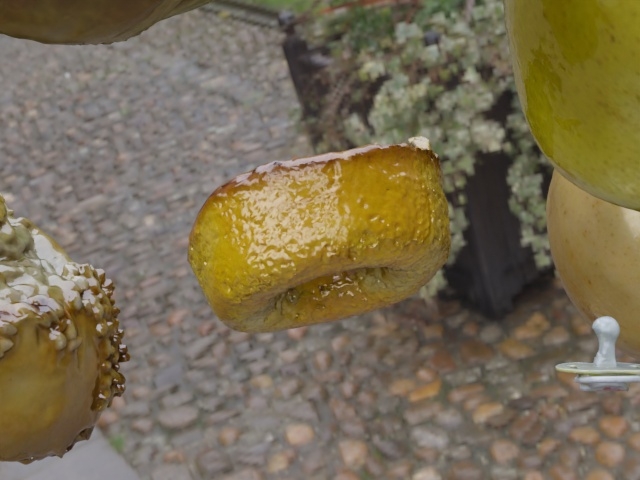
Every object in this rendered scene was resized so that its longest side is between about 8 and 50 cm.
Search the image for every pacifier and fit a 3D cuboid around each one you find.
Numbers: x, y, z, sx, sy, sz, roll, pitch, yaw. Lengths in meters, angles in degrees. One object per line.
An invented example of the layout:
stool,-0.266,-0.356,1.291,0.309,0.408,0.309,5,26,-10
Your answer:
pacifier,0.243,0.097,1.020,0.083,0.064,0.068,0,-2,-1

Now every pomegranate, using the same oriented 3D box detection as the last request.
pomegranate,0.353,-0.026,1.186,0.307,0.307,0.307,-14,26,7

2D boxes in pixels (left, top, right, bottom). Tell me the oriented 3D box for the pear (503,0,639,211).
pear,0.214,-0.214,0.732,0.191,0.386,0.340,18,20,-6

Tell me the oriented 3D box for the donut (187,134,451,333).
donut,0.001,-0.001,1.041,0.254,0.118,0.253,-15,-15,-4

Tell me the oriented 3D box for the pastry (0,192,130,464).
pastry,-0.287,0.036,0.950,0.311,0.255,0.162,39,91,16

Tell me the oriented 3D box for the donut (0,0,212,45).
donut,-0.094,-0.260,0.454,0.360,0.360,0.170,-22,33,-10
